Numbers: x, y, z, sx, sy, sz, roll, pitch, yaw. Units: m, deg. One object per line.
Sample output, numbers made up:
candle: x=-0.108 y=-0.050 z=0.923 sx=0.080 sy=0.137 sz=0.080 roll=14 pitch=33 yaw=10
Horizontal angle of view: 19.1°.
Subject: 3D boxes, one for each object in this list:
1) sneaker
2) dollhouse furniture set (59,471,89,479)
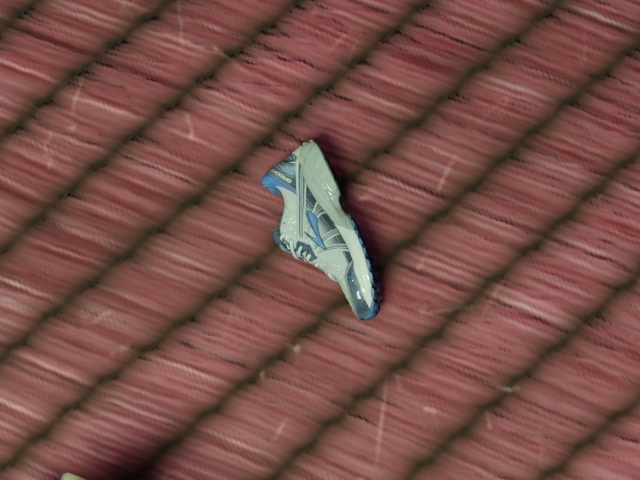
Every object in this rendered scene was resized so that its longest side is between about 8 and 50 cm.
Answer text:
sneaker: x=0.000 y=0.000 z=1.328 sx=0.058 sy=0.052 sz=0.135 roll=-26 pitch=71 yaw=5
dollhouse furniture set: x=-0.072 y=0.353 z=1.243 sx=0.355 sy=0.174 sz=0.303 roll=24 pitch=77 yaw=-19
